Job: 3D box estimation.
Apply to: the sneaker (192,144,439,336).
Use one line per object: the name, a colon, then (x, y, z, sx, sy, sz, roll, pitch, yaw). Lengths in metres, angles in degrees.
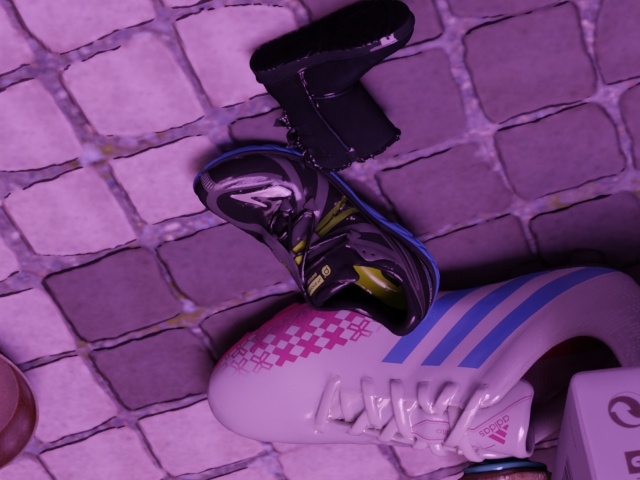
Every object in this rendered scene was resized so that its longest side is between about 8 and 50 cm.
sneaker: (0.000, 0.000, 1.323, 0.188, 0.078, 0.067, 33, 124, -13)

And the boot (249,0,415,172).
boot: (0.022, -0.097, 1.268, 0.121, 0.045, 0.099, -18, 130, 20)

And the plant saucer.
plant saucer: (-0.291, 0.118, 1.441, 0.168, 0.029, 0.168, -3, 133, -3)

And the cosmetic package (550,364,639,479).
cosmetic package: (0.392, 0.184, 1.318, 0.453, 0.161, 0.230, -7, 147, -3)

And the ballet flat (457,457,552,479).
ballet flat: (0.139, 0.194, 1.459, 0.073, 0.067, 0.206, -3, 176, 9)

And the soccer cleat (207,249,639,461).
soccer cleat: (0.079, 0.100, 1.390, 0.331, 0.143, 0.116, -14, 133, 7)
